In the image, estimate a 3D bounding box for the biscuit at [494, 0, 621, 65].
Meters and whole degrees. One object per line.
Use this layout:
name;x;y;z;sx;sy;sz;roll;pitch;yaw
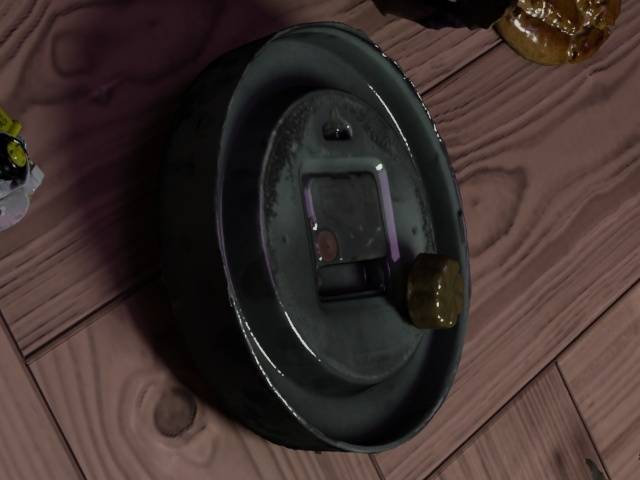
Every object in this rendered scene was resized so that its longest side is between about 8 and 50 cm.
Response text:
biscuit;0.198;-0.262;1.766;0.226;0.042;0.226;16;67;-43

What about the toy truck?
toy truck;-0.217;-0.061;1.243;0.111;0.076;0.077;54;25;-21

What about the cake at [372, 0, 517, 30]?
cake;0.101;-0.326;1.480;0.321;0.332;0.332;55;45;-21

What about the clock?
clock;0.001;0.001;1.423;0.312;0.061;0.312;18;67;-51

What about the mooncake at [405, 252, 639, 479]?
mooncake;0.164;0.122;1.535;0.347;0.057;0.150;23;77;-44
